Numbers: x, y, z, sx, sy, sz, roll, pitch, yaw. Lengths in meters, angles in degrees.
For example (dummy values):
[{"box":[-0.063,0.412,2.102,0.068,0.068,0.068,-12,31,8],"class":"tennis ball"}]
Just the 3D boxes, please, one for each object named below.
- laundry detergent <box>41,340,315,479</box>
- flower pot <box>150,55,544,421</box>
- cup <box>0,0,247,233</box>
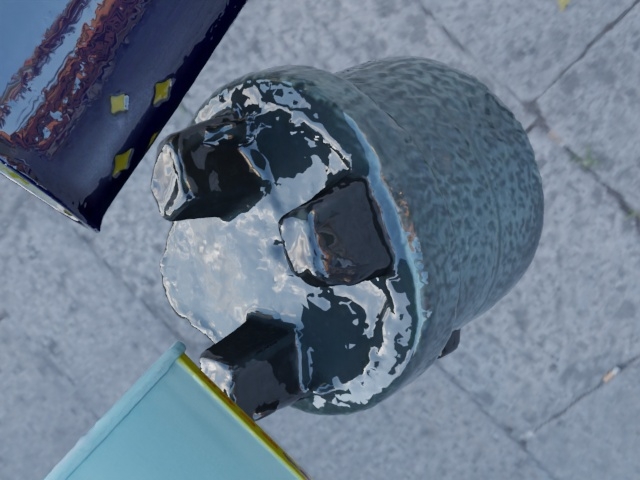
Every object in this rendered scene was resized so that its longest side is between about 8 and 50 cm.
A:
[{"box":[-0.062,0.256,0.535,0.305,0.287,0.287,44,130,-2],"class":"laundry detergent"},{"box":[0.000,0.000,0.877,0.299,0.283,0.299,17,118,36],"class":"flower pot"},{"box":[-0.163,-0.168,0.679,0.255,0.256,0.178,22,166,49],"class":"cup"}]
